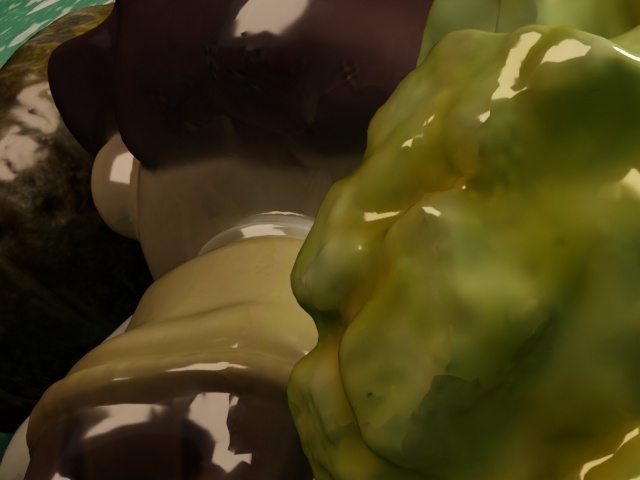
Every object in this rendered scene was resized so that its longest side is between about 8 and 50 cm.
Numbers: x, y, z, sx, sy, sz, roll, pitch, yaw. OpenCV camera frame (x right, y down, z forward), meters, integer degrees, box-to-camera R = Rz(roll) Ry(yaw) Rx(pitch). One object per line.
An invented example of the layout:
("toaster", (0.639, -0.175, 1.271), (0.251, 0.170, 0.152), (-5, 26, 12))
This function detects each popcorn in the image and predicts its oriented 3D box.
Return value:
("popcorn", (0.086, 0.017, 0.399), (0.185, 0.167, 0.187), (10, 28, 26))

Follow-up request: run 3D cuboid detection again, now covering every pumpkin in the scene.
("pumpkin", (-0.126, -0.018, 0.798), (0.219, 0.162, 0.219), (-51, 7, 9))

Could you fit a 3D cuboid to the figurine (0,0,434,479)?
("figurine", (0.010, 0.016, 0.587), (0.218, 0.206, 0.365), (-16, 46, 33))
